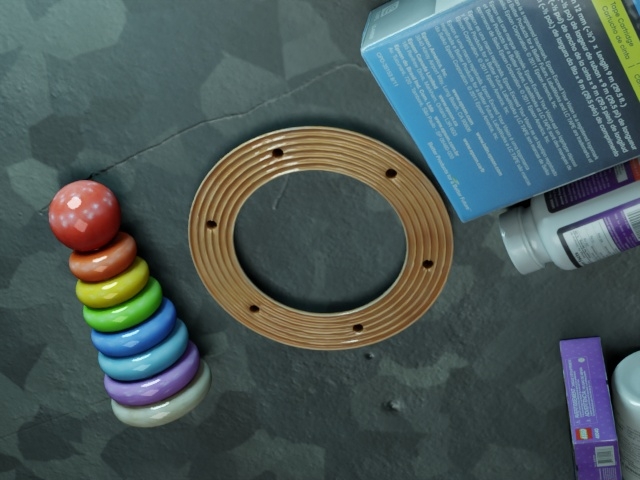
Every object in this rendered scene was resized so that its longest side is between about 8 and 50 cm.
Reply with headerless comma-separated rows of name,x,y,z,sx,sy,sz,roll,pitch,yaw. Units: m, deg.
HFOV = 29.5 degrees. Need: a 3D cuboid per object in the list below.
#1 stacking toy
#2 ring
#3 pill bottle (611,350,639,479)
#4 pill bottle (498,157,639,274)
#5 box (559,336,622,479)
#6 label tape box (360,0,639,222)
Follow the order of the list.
stacking toy,-0.254,0.074,1.562,0.141,0.141,0.330,-11,117,14
ring,0.000,0.000,1.536,0.337,0.032,0.336,3,123,4
pill bottle,0.455,0.265,1.596,0.131,0.131,0.229,-6,123,11
pill bottle,0.314,-0.029,1.431,0.194,0.108,0.108,-22,118,20
box,0.360,0.302,1.590,0.057,0.201,0.293,-7,122,11
label tape box,0.255,-0.197,1.319,0.348,0.115,0.249,-23,118,21
